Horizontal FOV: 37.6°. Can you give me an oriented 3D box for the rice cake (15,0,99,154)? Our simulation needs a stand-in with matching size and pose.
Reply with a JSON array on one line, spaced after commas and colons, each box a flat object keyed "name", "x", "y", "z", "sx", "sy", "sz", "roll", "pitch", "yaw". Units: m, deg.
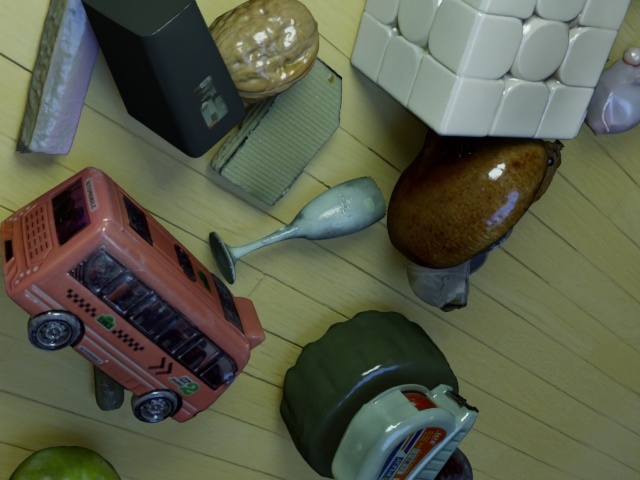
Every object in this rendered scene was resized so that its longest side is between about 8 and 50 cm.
[{"name": "rice cake", "x": -0.337, "y": -0.286, "z": 1.296, "sx": 0.070, "sy": 0.064, "sz": 0.399, "roll": 1, "pitch": 121, "yaw": -41}]

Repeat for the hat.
[{"name": "hat", "x": 0.268, "y": 0.002, "z": 1.832, "sx": 0.275, "sy": 0.161, "sz": 0.232, "roll": -56, "pitch": 178, "yaw": -13}]

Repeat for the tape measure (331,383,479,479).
[{"name": "tape measure", "x": 0.149, "y": 0.380, "z": 1.786, "sx": 0.246, "sy": 0.125, "sz": 0.243, "roll": 21, "pitch": 104, "yaw": -42}]

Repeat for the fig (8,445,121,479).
[{"name": "fig", "x": -0.470, "y": 0.490, "z": 1.716, "sx": 0.233, "sy": 0.233, "sz": 0.314, "roll": -21, "pitch": 174, "yaw": -19}]

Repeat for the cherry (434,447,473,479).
[{"name": "cherry", "x": 0.218, "y": 0.559, "z": 2.160, "sx": 0.254, "sy": 0.218, "sz": 0.296, "roll": -17, "pitch": 140, "yaw": -21}]

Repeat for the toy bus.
[{"name": "toy bus", "x": -0.289, "y": 0.094, "z": 1.480, "sx": 0.233, "sy": 0.203, "sz": 0.427, "roll": -35, "pitch": 132, "yaw": 8}]

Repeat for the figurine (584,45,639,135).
[{"name": "figurine", "x": 0.623, "y": -0.295, "z": 1.857, "sx": 0.275, "sy": 0.133, "sz": 0.200, "roll": -24, "pitch": 148, "yaw": -15}]

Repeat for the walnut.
[{"name": "walnut", "x": -0.083, "y": -0.286, "z": 1.401, "sx": 0.184, "sy": 0.155, "sz": 0.155, "roll": -33, "pitch": 133, "yaw": -13}]

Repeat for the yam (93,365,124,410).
[{"name": "yam", "x": -0.374, "y": 0.236, "z": 1.658, "sx": 0.054, "sy": 0.054, "sz": 0.132, "roll": -13, "pitch": 127, "yaw": -25}]

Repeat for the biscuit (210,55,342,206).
[{"name": "biscuit", "x": -0.058, "y": -0.186, "z": 1.556, "sx": 0.252, "sy": 0.052, "sz": 0.150, "roll": -50, "pitch": 137, "yaw": 10}]

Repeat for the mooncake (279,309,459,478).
[{"name": "mooncake", "x": 0.093, "y": 0.317, "z": 1.921, "sx": 0.356, "sy": 0.194, "sz": 0.357, "roll": -15, "pitch": 129, "yaw": -19}]

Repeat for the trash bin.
[{"name": "trash bin", "x": -0.215, "y": -0.251, "z": 1.288, "sx": 0.115, "sy": 0.165, "sz": 0.226, "roll": -44, "pitch": 149, "yaw": -18}]

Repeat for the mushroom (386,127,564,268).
[{"name": "mushroom", "x": 0.284, "y": -0.092, "z": 1.642, "sx": 0.259, "sy": 0.345, "sz": 0.345, "roll": 32, "pitch": 102, "yaw": -17}]

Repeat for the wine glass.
[{"name": "wine glass", "x": 0.000, "y": 0.000, "z": 1.584, "sx": 0.309, "sy": 0.264, "sz": 0.096, "roll": -22, "pitch": 114, "yaw": -18}]

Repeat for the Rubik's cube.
[{"name": "Rubik's cube", "x": 0.263, "y": -0.347, "z": 1.481, "sx": 0.291, "sy": 0.290, "sz": 0.291, "roll": -3, "pitch": 123, "yaw": -30}]
